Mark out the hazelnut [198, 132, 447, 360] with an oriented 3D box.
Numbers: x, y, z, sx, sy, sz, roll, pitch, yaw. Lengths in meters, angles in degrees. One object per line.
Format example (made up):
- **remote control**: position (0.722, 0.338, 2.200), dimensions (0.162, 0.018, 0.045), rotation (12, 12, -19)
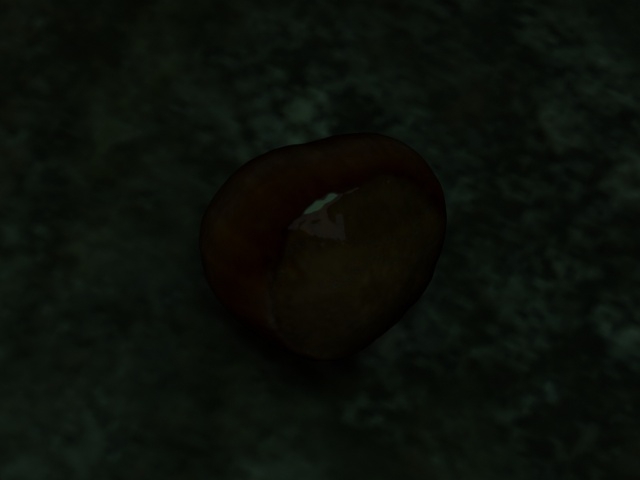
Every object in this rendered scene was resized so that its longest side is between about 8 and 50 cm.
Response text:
- **hazelnut**: position (0.000, 0.000, 0.650), dimensions (0.086, 0.086, 0.086), rotation (2, 62, -4)
